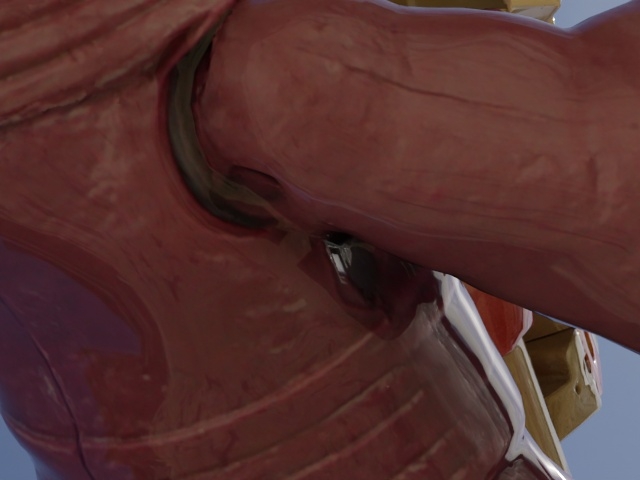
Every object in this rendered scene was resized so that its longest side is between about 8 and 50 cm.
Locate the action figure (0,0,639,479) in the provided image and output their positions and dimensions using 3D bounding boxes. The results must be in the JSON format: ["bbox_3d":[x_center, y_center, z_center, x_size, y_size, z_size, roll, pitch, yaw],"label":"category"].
[{"bbox_3d":[-0.021,0.042,0.392,0.275,0.248,0.370,-42,-63,-37],"label":"action figure"}]

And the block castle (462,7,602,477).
[{"bbox_3d":[0.000,0.000,1.204,0.303,0.453,0.213,-16,-68,12],"label":"block castle"}]

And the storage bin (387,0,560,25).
[{"bbox_3d":[0.077,-0.267,1.650,0.123,0.260,0.262,-5,-102,-24],"label":"storage bin"}]
